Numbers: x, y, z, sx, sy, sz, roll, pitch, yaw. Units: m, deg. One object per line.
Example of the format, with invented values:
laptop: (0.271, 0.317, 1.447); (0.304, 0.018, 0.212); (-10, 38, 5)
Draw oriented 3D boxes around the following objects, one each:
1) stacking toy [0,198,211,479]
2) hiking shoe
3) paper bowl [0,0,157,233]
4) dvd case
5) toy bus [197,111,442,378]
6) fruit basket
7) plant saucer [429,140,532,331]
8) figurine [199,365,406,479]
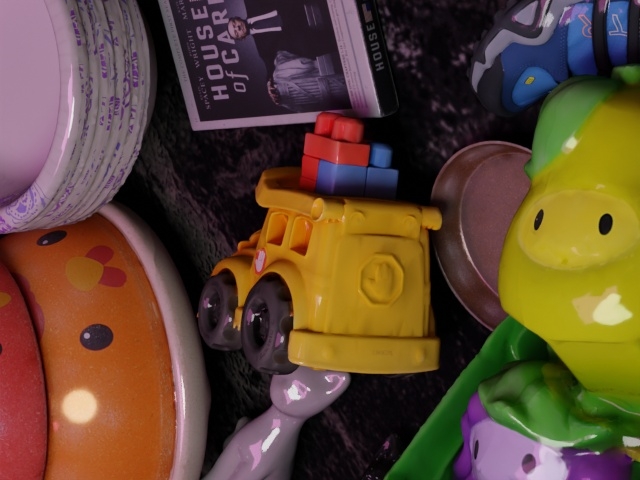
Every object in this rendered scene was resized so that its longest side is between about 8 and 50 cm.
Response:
stacking toy: (-0.372, 0.151, 1.635); (0.350, 0.480, 0.351); (17, 111, 54)
hiking shoe: (0.216, -0.139, 1.194); (0.304, 0.113, 0.132); (-34, 83, 49)
paper bowl: (-0.259, -0.151, 1.624); (0.284, 0.148, 0.284); (5, 98, 42)
dvd case: (-0.046, -0.185, 1.505); (0.238, 0.029, 0.179); (-1, 108, 45)
toy bus: (0.000, 0.000, 1.468); (0.220, 0.149, 0.211); (14, 101, 62)
fruit basket: (0.208, 0.092, 1.167); (0.392, 0.283, 0.392); (26, 145, 20)
plant saucer: (0.157, -0.001, 1.389); (0.168, 0.029, 0.168); (23, 126, 37)
figurine: (0.000, 0.212, 1.620); (0.215, 0.092, 0.209); (50, 129, 23)
